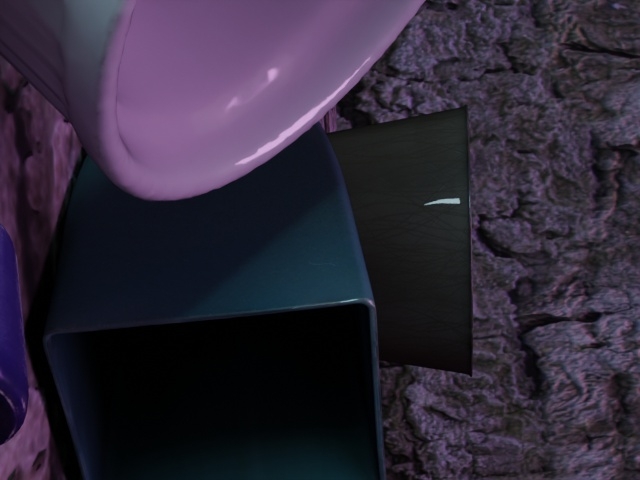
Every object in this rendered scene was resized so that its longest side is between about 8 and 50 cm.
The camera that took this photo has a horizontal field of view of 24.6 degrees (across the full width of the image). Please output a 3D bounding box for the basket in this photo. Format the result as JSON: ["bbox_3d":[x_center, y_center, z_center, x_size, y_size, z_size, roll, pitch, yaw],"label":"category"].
[{"bbox_3d":[0.000,0.000,1.108,0.154,0.226,0.204,64,26,-79],"label":"basket"}]

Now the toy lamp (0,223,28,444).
[{"bbox_3d":[-0.134,0.108,0.410,0.080,0.080,0.275,83,9,-52],"label":"toy lamp"}]

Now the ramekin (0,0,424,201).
[{"bbox_3d":[-0.036,-0.164,0.585,0.277,0.135,0.277,-47,164,-18],"label":"ramekin"}]

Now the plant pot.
[{"bbox_3d":[-0.057,0.019,0.858,0.234,0.165,0.165,-95,180,-47],"label":"plant pot"}]
